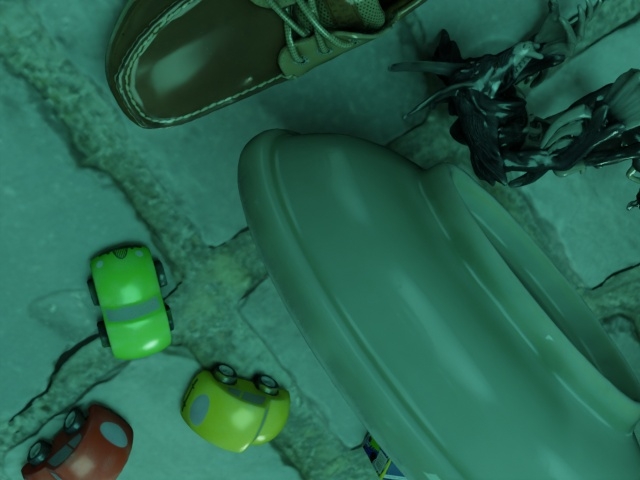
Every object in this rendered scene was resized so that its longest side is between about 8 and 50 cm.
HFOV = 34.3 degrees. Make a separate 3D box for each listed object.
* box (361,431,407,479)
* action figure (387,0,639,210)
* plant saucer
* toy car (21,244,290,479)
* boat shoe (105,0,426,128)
[{"bbox_3d":[0.101,0.141,0.952,0.059,0.054,0.169,13,112,-25],"label":"box"},{"bbox_3d":[0.190,-0.108,0.797,0.275,0.164,0.141,14,131,-35],"label":"action figure"},{"bbox_3d":[0.114,0.056,0.703,0.100,0.400,0.400,-41,123,15],"label":"plant saucer"},{"bbox_3d":[-0.143,0.112,0.850,0.239,0.053,0.225,-15,121,-12],"label":"toy car"},{"bbox_3d":[-0.005,-0.181,0.707,0.324,0.116,0.123,-36,122,1],"label":"boat shoe"}]
